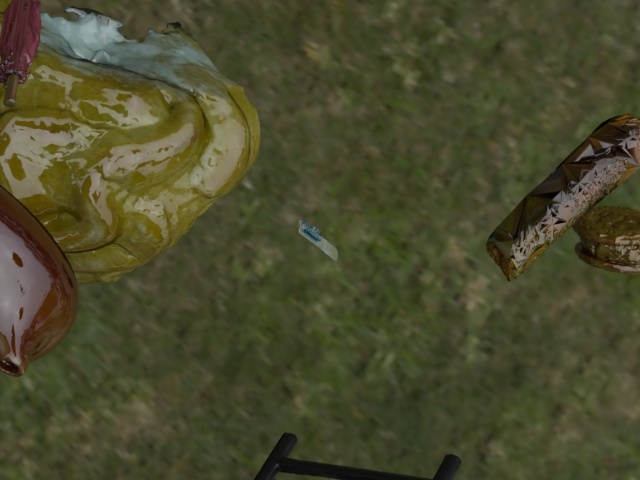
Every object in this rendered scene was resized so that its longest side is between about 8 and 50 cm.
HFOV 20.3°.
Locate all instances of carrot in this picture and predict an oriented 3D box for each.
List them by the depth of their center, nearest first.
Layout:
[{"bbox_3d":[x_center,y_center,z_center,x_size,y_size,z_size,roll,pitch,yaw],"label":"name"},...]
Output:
[{"bbox_3d":[0.267,-0.049,1.928,0.229,0.069,0.069,-42,130,-14],"label":"carrot"}]

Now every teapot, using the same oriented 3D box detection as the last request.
[{"bbox_3d":[-0.268,0.017,1.182,0.135,0.252,0.178,-51,144,-23],"label":"teapot"}]

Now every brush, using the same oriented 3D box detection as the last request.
[{"bbox_3d":[0.000,0.000,1.962,0.083,0.013,0.016,40,41,-51],"label":"brush"}]

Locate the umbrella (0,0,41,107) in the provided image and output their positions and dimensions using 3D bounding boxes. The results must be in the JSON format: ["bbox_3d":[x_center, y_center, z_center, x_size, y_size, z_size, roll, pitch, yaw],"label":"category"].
[{"bbox_3d":[-0.195,-0.145,1.172,0.027,0.165,0.025,-19,136,21],"label":"umbrella"}]

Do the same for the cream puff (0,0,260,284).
[{"bbox_3d":[-0.230,-0.064,1.645,0.323,0.274,0.269,10,115,-18],"label":"cream puff"}]

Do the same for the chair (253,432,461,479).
[{"bbox_3d":[-0.006,0.259,1.152,0.260,0.155,0.141,-54,139,-45],"label":"chair"}]

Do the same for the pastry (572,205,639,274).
[{"bbox_3d":[0.339,0.001,2.043,0.097,0.109,0.057,-45,142,-60],"label":"pastry"}]
